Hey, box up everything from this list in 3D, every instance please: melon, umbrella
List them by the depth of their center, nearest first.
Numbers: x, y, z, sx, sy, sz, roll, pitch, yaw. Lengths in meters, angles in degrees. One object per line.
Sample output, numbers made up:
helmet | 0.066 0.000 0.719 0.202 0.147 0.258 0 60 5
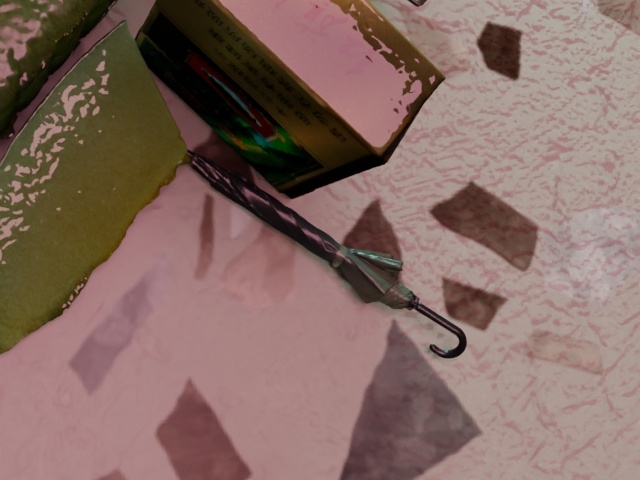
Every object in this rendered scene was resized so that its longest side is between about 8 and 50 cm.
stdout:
melon | -0.171 -0.016 0.823 0.114 0.053 0.261 33 77 -23
umbrella | 0.004 -0.003 0.883 0.269 0.044 0.044 37 27 -10

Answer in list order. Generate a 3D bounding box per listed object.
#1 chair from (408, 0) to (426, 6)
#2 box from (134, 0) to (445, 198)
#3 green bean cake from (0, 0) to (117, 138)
chair | -0.018 -0.293 0.788 0.275 0.203 0.190 33 113 5
box | -0.031 -0.110 0.777 0.159 0.240 0.071 41 78 -9
green bean cake | -0.234 -0.187 0.786 0.200 0.113 0.214 39 71 -7
